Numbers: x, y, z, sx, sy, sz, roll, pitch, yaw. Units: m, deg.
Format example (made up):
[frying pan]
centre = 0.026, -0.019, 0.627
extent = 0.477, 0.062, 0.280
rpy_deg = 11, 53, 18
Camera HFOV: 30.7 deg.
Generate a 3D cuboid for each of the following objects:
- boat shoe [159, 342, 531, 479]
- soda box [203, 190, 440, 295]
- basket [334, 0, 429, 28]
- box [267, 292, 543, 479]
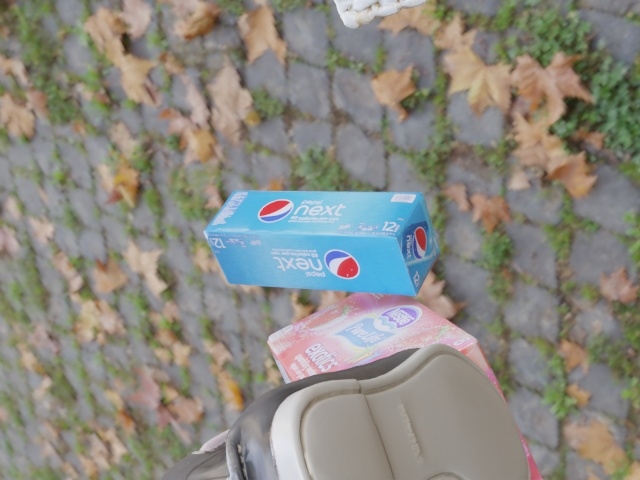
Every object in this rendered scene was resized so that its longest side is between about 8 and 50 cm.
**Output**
[boat shoe]
centre = 0.026, 0.123, 0.654
extent = 0.095, 0.335, 0.112
rpy_deg = -22, 75, 23
[soda box]
centre = 0.000, 0.000, 1.100
extent = 0.210, 0.067, 0.071
rpy_deg = 3, 131, 31
[basket]
centre = 0.162, -0.395, 1.142
extent = 0.328, 0.331, 0.266
rpy_deg = -14, 103, 28
[box]
centre = 0.064, 0.151, 1.053
extent = 0.154, 0.142, 0.300
rpy_deg = 64, 173, -11
